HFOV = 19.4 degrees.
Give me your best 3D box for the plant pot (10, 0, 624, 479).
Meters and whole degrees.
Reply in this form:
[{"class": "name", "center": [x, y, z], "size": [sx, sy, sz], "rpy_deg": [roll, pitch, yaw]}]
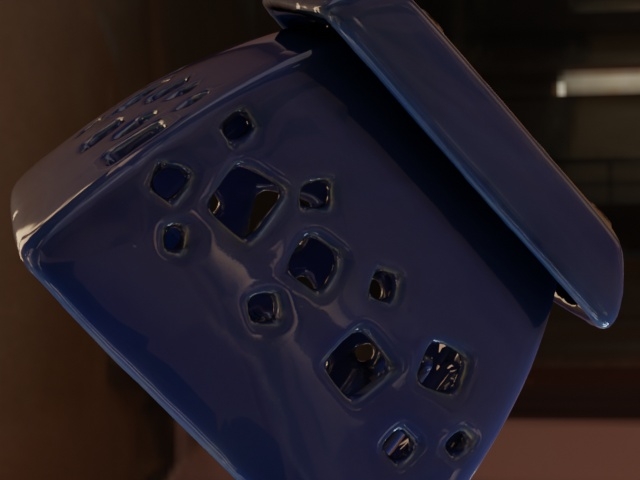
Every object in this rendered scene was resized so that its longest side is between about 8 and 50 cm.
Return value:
[{"class": "plant pot", "center": [0.000, 0.000, 0.935], "size": [0.236, 0.212, 0.236], "rpy_deg": [47, -1, -13]}]
